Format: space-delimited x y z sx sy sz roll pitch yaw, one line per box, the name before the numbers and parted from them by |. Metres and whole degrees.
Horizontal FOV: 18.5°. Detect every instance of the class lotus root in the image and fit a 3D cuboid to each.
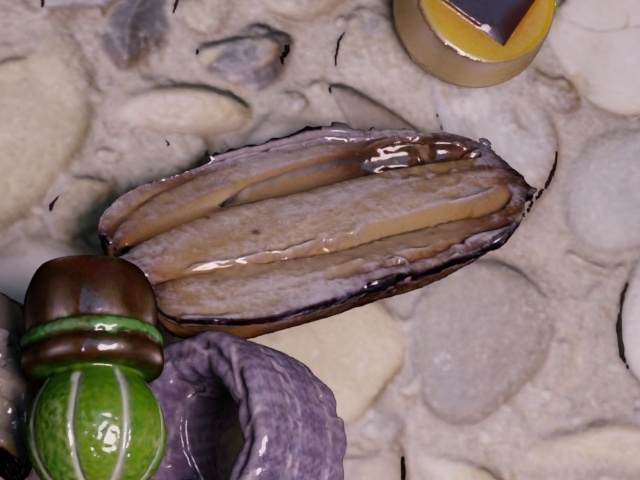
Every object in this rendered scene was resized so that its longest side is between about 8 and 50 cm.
lotus root | 0.001 0.000 1.407 0.329 0.078 0.167 -13 50 -26

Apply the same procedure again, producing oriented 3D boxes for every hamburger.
hamburger | 0.121 -0.186 1.525 0.126 0.081 0.141 20 76 -8

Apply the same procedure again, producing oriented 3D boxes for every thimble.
thimble | -0.061 0.140 1.289 0.098 0.150 0.150 22 57 -48

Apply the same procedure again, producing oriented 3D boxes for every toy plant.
toy plant | -0.144 0.096 1.243 0.093 0.093 0.162 2 71 -18

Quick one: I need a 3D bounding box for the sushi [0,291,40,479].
sushi | -0.229 0.154 1.255 0.109 0.134 0.273 15 49 -47
